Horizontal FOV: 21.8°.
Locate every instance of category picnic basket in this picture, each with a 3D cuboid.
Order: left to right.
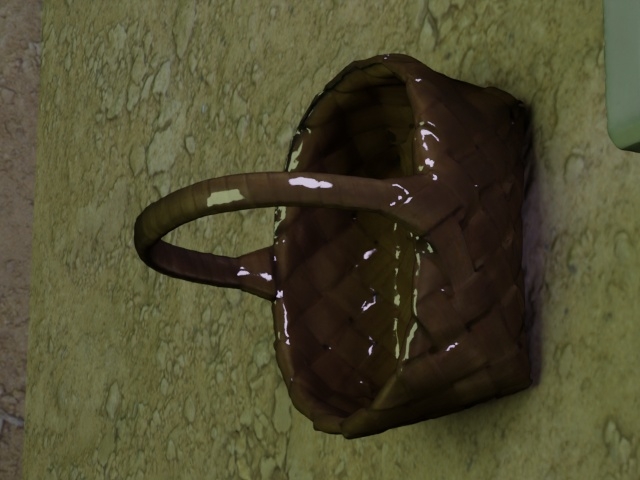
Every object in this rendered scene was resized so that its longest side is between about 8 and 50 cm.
[{"bbox_3d":[0.000,0.000,1.431,0.293,0.337,0.337,-26,61,57],"label":"picnic basket"}]

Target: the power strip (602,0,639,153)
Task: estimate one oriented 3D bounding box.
[{"bbox_3d":[0.307,-0.140,1.089,0.224,0.140,0.139,-22,63,58],"label":"power strip"}]
